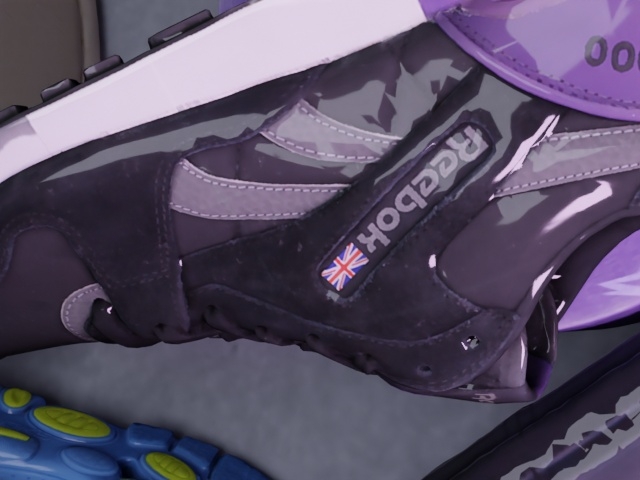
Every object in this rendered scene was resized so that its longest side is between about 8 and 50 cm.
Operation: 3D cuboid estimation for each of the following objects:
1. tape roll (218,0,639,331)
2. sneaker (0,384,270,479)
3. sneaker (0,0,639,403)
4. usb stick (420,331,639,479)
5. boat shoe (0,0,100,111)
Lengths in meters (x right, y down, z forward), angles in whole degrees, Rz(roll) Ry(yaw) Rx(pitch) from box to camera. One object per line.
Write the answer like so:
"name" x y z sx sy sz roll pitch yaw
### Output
"tape roll" 0.068 -0.065 0.494 0.189 0.080 0.189 -1 87 24
"sneaker" -0.081 0.109 0.571 0.188 0.067 0.078 16 115 22
"sneaker" 0.000 0.000 0.425 0.283 0.107 0.124 -26 84 21
"usb stick" 0.125 0.043 0.469 0.278 0.077 0.045 -37 45 18
"boat shoe" -0.156 -0.118 0.581 0.097 0.117 0.324 -3 89 36
